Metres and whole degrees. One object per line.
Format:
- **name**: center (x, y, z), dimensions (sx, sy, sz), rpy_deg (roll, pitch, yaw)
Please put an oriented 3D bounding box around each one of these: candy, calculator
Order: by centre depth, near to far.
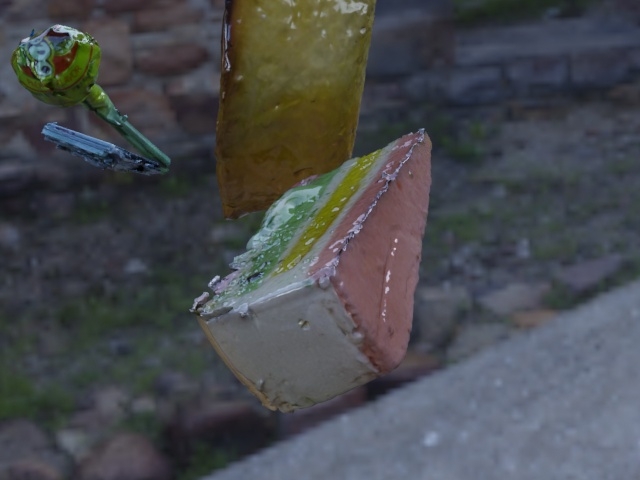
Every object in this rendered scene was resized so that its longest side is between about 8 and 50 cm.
- **calculator**: center (-0.147, -0.060, 1.240), dimensions (0.057, 0.018, 0.172), rpy_deg (23, 2, 3)
- **candy**: center (-0.204, -0.124, 1.698), dimensions (0.077, 0.073, 0.262), rpy_deg (13, -16, 27)

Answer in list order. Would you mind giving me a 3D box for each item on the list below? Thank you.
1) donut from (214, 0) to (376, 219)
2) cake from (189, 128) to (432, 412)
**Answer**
- **donut**: center (-0.012, -0.161, 1.441), dimensions (0.110, 0.303, 0.303), rpy_deg (7, 17, 2)
- **cake**: center (0.011, 0.018, 1.133), dimensions (0.109, 0.090, 0.225), rpy_deg (-22, 19, 27)
